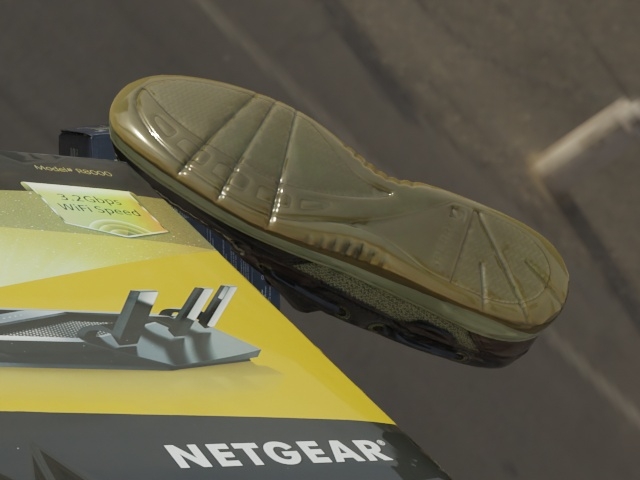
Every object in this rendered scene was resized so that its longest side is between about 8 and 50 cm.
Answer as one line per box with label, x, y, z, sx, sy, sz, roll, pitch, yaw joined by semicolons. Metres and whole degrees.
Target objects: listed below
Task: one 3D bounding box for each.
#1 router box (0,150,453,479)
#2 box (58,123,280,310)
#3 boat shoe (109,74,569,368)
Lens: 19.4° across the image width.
router box;-0.148;0.049;0.616;0.309;0.081;0.243;3;26;-39
box;-0.122;0.018;1.548;0.183;0.059;0.232;-8;101;-36
boat shoe;0.001;0.000;0.859;0.224;0.073;0.080;24;46;3
